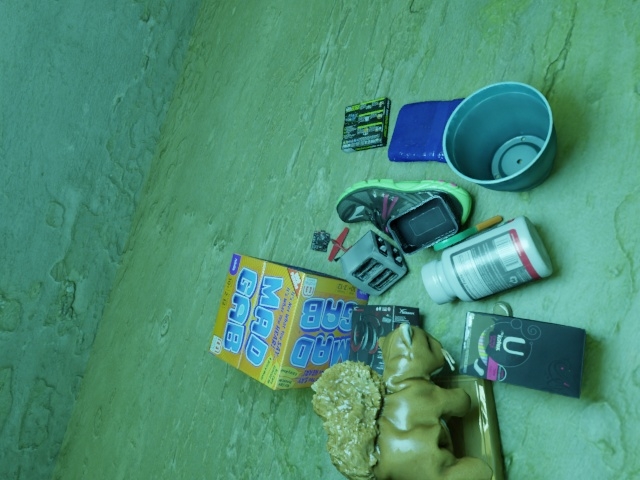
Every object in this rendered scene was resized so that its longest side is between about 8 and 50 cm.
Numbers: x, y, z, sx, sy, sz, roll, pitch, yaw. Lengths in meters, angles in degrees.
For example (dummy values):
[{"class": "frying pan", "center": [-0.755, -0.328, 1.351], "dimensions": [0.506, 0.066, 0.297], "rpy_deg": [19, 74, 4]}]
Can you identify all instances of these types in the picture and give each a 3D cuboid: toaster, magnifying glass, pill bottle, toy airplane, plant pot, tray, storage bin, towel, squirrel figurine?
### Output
[{"class": "toaster", "center": [0.167, 0.080, 1.469], "dimensions": [0.186, 0.168, 0.110], "rpy_deg": [-43, 32, 23]}, {"class": "magnifying glass", "center": [0.429, -0.022, 1.283], "dimensions": [0.026, 0.231, 0.092], "rpy_deg": [64, 163, 5]}, {"class": "pill bottle", "center": [0.455, 0.070, 1.241], "dimensions": [0.319, 0.176, 0.176], "rpy_deg": [-27, 63, 32]}, {"class": "toy airplane", "center": [0.076, 0.027, 1.660], "dimensions": [0.151, 0.028, 0.151], "rpy_deg": [-10, 74, 39]}, {"class": "plant pot", "center": [0.517, -0.252, 1.219], "dimensions": [0.272, 0.255, 0.271], "rpy_deg": [-10, 73, 37]}, {"class": "tray", "center": [0.379, 0.586, 1.202], "dimensions": [0.203, 0.076, 0.410], "rpy_deg": [-17, 59, 35]}, {"class": "storage bin", "center": [0.304, -0.048, 1.289], "dimensions": [0.180, 0.084, 0.122], "rpy_deg": [-29, 90, 29]}, {"class": "towel", "center": [0.388, -0.361, 1.480], "dimensions": [0.308, 0.076, 0.227], "rpy_deg": [10, 78, 41]}, {"class": "squirrel figurine", "center": [0.180, 0.399, 1.119], "dimensions": [0.281, 0.397, 0.370], "rpy_deg": [111, 159, -68]}]

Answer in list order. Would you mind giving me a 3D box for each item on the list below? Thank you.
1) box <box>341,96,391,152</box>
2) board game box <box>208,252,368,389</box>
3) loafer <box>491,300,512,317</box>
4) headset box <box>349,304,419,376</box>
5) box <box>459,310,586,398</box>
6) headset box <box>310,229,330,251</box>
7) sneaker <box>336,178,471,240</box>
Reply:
[{"class": "box", "center": [0.172, -0.439, 1.691], "dimensions": [0.191, 0.045, 0.184], "rpy_deg": [-2, 75, 40]}, {"class": "board game box", "center": [-0.104, 0.271, 1.529], "dimensions": [0.356, 0.356, 0.356], "rpy_deg": [12, 87, 42]}, {"class": "loafer", "center": [0.504, 0.244, 1.239], "dimensions": [0.056, 0.050, 0.148], "rpy_deg": [-2, 78, 39]}, {"class": "headset box", "center": [0.195, 0.352, 1.388], "dimensions": [0.218, 0.110, 0.293], "rpy_deg": [-12, 71, 58]}, {"class": "box", "center": [0.506, 0.280, 1.124], "dimensions": [0.270, 0.143, 0.165], "rpy_deg": [6, 83, 23]}, {"class": "headset box", "center": [0.000, 0.000, 1.727], "dimensions": [0.062, 0.032, 0.083], "rpy_deg": [8, 83, 40]}, {"class": "sneaker", "center": [0.241, -0.086, 1.453], "dimensions": [0.483, 0.185, 0.202], "rpy_deg": [2, 76, 41]}]
